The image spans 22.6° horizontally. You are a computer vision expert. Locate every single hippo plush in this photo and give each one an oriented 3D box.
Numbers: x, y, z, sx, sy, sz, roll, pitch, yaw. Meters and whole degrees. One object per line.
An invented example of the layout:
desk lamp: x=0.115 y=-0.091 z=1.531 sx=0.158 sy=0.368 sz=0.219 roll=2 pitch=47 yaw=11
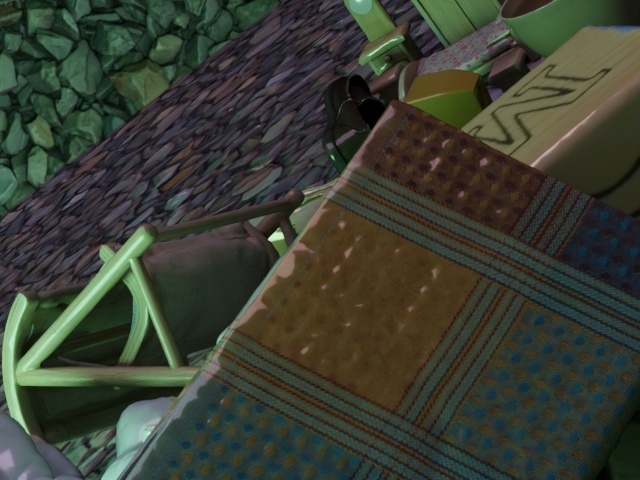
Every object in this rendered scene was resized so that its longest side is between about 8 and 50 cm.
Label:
hippo plush: x=-0.200 y=0.219 z=1.367 sx=0.236 sy=0.234 sz=0.294 roll=-33 pitch=17 yaw=16

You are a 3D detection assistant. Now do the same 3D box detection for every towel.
towel: x=0.060 y=0.105 z=1.074 sx=0.370 sy=0.271 sz=0.040 roll=-55 pitch=-20 yaw=-15

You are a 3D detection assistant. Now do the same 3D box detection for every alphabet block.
alphabet block: x=0.226 y=-0.037 z=1.262 sx=0.197 sy=0.192 sz=0.193 roll=-39 pitch=15 yaw=-8

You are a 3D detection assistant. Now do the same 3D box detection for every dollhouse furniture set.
dollhouse furniture set: x=0.128 y=-0.276 z=2.100 sx=0.303 sy=0.174 sz=0.355 roll=-29 pitch=19 yaw=28

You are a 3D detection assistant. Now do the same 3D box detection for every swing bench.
swing bench: x=-0.151 y=0.081 z=1.588 sx=0.255 sy=0.165 sz=0.253 roll=-25 pitch=-6 yaw=35

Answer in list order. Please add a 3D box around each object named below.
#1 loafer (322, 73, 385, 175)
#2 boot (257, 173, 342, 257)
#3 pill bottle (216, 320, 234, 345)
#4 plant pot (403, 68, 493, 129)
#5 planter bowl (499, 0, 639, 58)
loafer: x=0.055 y=-0.159 z=2.123 sx=0.078 sy=0.080 sz=0.220 roll=-26 pitch=28 yaw=18
boot: x=0.000 y=0.000 z=1.808 sx=0.213 sy=0.077 sz=0.165 roll=-29 pitch=21 yaw=18
pill bottle: x=0.061 y=0.053 z=1.400 sx=0.283 sy=0.160 sz=0.160 roll=-43 pitch=18 yaw=-16
plant pot: x=0.158 y=-0.156 z=1.896 sx=0.083 sy=0.081 sz=0.081 roll=-17 pitch=25 yaw=26
planter bowl: x=0.300 y=-0.258 z=1.816 sx=0.162 sy=0.109 sz=0.162 roll=-34 pitch=17 yaw=12
